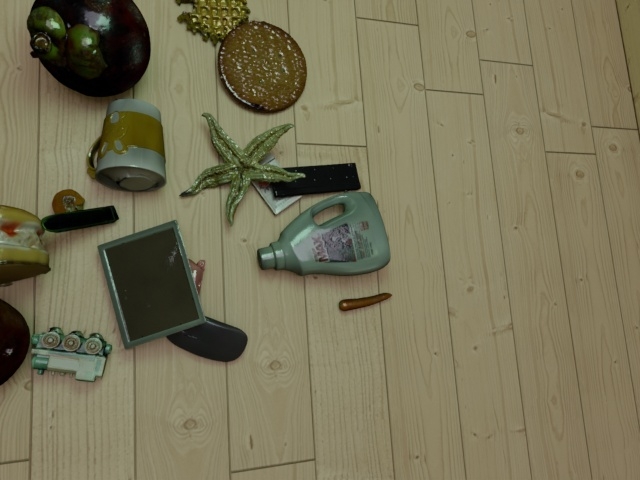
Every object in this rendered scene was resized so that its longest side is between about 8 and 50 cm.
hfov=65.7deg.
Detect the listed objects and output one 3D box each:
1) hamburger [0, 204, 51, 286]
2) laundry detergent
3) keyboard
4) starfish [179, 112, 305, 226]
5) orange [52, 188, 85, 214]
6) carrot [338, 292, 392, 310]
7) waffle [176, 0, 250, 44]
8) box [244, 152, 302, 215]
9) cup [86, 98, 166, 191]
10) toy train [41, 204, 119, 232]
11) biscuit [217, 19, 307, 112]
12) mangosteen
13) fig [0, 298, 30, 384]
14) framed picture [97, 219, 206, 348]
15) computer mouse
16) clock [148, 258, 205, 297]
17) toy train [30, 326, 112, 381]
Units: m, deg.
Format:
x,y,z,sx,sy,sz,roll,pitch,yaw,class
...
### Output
x,y,z,sx,sy,sz,roll,pitch,yaw,class
-0.830,0.013,1.200,0.302,0.261,0.187,-18,80,6,hamburger
0.000,0.000,1.525,0.397,0.124,0.264,-12,85,-17,laundry detergent
-0.011,-0.193,1.588,0.309,0.018,0.101,-9,80,-26,keyboard
-0.225,-0.208,1.481,0.357,0.078,0.347,19,85,2,starfish
-0.691,-0.100,1.355,0.086,0.062,0.086,3,77,-14,orange
0.145,0.194,1.581,0.190,0.037,0.037,-8,83,-22,carrot
-0.343,-0.748,1.589,0.231,0.051,0.229,35,69,-9,waffle
-0.158,-0.186,1.555,0.109,0.029,0.198,-37,93,-19,box
-0.548,-0.257,1.385,0.241,0.185,0.226,-6,75,13,cup
-0.642,-0.053,1.316,0.209,0.042,0.044,-19,85,-55,toy train
-0.184,-0.558,1.597,0.305,0.038,0.306,2,85,-22,biscuit
-0.621,-0.517,1.310,0.306,0.306,0.360,26,47,-11,mangosteen
-0.814,0.245,1.164,0.214,0.235,0.235,17,76,-14,fig
-0.455,0.117,1.338,0.232,0.019,0.296,-18,82,-1,framed picture
-0.320,0.269,1.389,0.232,0.057,0.120,24,108,-13,computer mouse
-0.412,0.112,1.390,0.162,0.093,0.166,9,78,-13,clock
-0.651,0.297,1.289,0.193,0.080,0.125,12,81,-17,toy train
